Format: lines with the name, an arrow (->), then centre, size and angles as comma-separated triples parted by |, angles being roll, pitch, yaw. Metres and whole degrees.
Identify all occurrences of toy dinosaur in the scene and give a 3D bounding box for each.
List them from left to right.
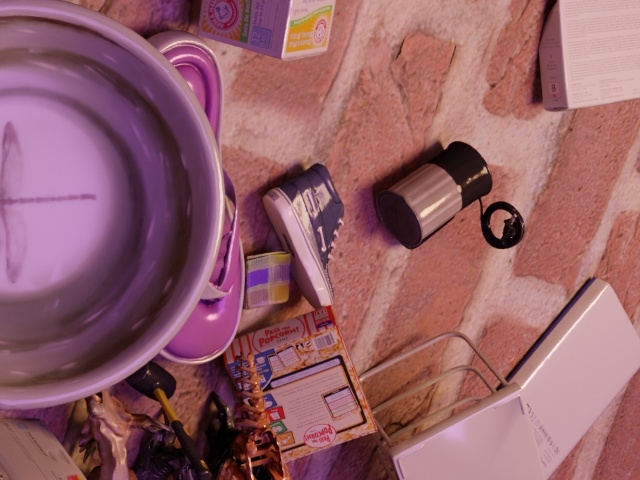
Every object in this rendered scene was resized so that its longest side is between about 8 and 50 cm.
toy dinosaur -> -0.245, 0.304, 1.651 | 0.127, 0.200, 0.296 | 6, 133, -26
toy dinosaur -> -0.096, 0.289, 1.700 | 0.164, 0.218, 0.322 | 17, 97, -43

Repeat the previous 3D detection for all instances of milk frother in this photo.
milk frother -> 0.171, -0.032, 1.827 | 0.134, 0.143, 0.129 | -35, 136, -26

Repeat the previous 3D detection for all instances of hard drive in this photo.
hard drive -> 0.369, 0.237, 2.197 | 0.319, 0.040, 0.210 | -48, 133, -12

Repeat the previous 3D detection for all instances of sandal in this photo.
sandal -> -0.150, -0.024, 1.584 | 0.169, 0.102, 0.416 | -25, 125, -30

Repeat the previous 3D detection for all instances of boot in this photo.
boot -> 0.000, 0.000, 1.746 | 0.086, 0.069, 0.190 | -33, 128, -17

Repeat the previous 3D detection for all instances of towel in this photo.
towel -> -0.065, 0.049, 1.735 | 0.060, 0.009, 0.083 | -8, 131, -17

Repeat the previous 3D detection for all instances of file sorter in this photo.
file sorter -> 0.180, 0.297, 1.952 | 0.193, 0.173, 0.278 | -26, 127, -9

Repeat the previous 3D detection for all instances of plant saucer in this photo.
plant saucer -> -0.297, -0.038, 1.401 | 0.400, 0.100, 0.400 | -2, 97, -20

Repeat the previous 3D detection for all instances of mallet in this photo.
mallet -> -0.173, 0.201, 1.617 | 0.039, 0.190, 0.062 | -43, 128, 5

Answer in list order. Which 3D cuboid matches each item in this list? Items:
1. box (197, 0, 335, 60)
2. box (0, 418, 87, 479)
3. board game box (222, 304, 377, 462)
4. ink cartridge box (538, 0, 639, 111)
box -> -0.047, -0.305, 1.513 | 0.103, 0.114, 0.203 | -22, 126, -59
box -> -0.349, 0.241, 1.509 | 0.186, 0.145, 0.038 | 9, 114, -43
board game box -> -0.024, 0.187, 1.789 | 0.146, 0.045, 0.193 | -19, 126, 1
ink cartridge box -> 0.380, -0.302, 1.959 | 0.189, 0.066, 0.232 | -12, 96, -36
